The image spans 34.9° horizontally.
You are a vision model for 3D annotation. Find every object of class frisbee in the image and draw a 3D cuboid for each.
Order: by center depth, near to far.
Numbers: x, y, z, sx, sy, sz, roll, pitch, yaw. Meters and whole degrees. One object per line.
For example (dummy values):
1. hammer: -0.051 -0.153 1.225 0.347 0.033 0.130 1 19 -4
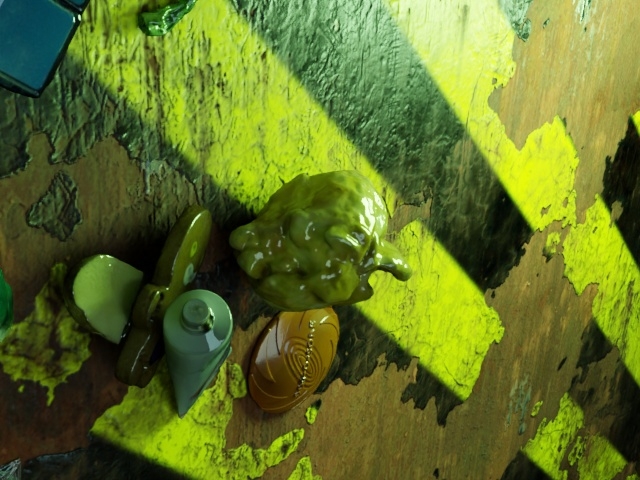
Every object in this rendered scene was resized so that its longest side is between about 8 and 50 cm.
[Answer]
1. frisbee: -0.031 0.180 1.551 0.192 0.035 0.192 -26 128 -40

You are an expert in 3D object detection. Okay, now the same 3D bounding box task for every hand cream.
1. hand cream: -0.147 0.141 1.273 0.124 0.078 0.340 -56 170 -20

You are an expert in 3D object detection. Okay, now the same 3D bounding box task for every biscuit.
1. biscuit: -0.185 0.068 1.242 0.180 0.039 0.236 67 43 -81

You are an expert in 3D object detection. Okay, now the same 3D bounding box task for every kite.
1. kite: -0.403 0.325 1.208 0.156 0.011 0.139 -59 139 -10

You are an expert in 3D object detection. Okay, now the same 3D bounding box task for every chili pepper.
1. chili pepper: -0.169 -0.256 1.148 0.091 0.030 0.034 -42 112 -31

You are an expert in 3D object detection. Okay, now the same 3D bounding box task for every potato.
1. potato: -0.264 0.057 1.180 0.103 0.066 0.096 48 53 -44

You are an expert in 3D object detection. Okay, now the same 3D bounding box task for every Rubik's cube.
1. Rubik's cube: -0.311 -0.243 0.862 0.183 0.180 0.167 31 84 -55

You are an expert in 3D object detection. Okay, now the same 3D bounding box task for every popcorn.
1. popcorn: 0.004 0.000 1.377 0.254 0.191 0.190 5 79 -56

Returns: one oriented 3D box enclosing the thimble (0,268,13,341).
1. thimble: -0.390 0.037 0.859 0.167 0.254 0.288 -50 155 -19
